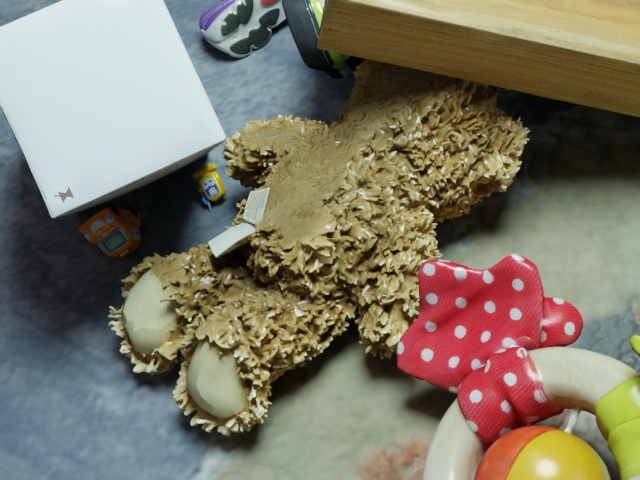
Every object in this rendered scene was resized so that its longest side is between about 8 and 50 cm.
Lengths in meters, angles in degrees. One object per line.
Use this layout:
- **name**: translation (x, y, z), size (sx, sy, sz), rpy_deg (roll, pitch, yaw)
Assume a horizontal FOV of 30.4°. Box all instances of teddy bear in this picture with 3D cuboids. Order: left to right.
- **teddy bear**: translation (0.000, 0.000, 0.879), size (0.245, 0.113, 0.338), rpy_deg (13, 59, 39)

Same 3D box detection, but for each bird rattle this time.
- **bird rattle**: translation (0.136, 0.118, 0.702), size (0.253, 0.143, 0.207), rpy_deg (18, 71, 34)

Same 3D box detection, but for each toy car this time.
- **toy car**: translation (-0.134, -0.023, 0.966), size (0.122, 0.060, 0.041), rpy_deg (-29, 77, -2)

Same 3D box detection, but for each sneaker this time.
- **sneaker**: translation (-0.048, -0.248, 1.144), size (0.170, 0.068, 0.071), rpy_deg (-35, 42, -15)
- **sneaker**: translation (0.038, -0.186, 0.987), size (0.097, 0.084, 0.235), rpy_deg (-21, 10, 12)

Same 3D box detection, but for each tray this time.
- **tray**: translation (0.216, -0.197, 0.861), size (0.410, 0.076, 0.203), rpy_deg (12, 66, -6)

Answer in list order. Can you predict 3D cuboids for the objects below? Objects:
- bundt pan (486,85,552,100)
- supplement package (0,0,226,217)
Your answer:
- **bundt pan**: translation (0.214, -0.278, 1.049), size (0.330, 0.124, 0.331), rpy_deg (-9, 45, 9)
- **supplement package**: translation (-0.165, -0.105, 0.909), size (0.133, 0.139, 0.244), rpy_deg (-25, 6, -7)
